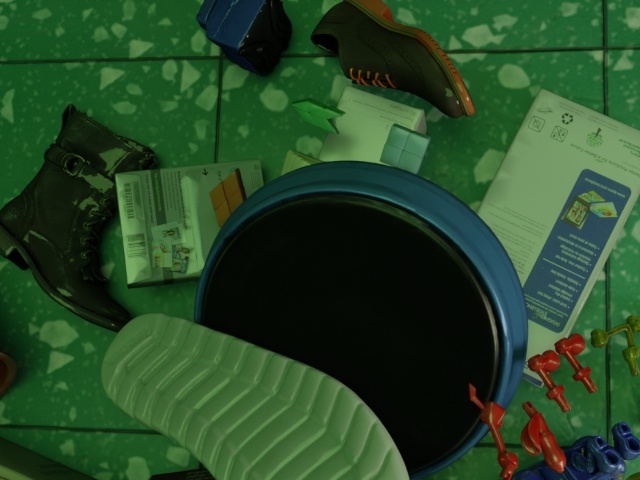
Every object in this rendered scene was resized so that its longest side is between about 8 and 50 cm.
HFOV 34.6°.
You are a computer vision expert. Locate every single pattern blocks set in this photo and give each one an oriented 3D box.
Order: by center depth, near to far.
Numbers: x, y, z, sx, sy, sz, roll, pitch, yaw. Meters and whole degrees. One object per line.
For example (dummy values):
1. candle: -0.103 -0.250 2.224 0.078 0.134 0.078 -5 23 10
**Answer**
1. pattern blocks set: 0.000 0.000 1.206 0.286 0.026 0.324 13 111 13

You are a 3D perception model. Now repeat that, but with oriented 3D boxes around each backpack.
1. backpack: -0.094 -0.276 1.320 0.101 0.120 0.098 33 90 23

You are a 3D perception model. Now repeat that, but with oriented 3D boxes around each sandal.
1. sandal: -0.062 0.200 1.114 0.416 0.102 0.169 32 81 30

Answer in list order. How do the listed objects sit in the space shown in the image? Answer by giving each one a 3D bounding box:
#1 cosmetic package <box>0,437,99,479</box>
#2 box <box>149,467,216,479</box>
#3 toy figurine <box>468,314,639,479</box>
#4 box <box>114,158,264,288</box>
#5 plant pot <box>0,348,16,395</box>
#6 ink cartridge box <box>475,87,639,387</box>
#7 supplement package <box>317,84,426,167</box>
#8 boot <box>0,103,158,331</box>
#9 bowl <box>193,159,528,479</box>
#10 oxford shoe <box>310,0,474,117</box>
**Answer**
1. cosmetic package: -0.362 0.326 1.248 0.310 0.160 0.113 19 84 11
2. box: -0.112 0.381 1.160 0.169 0.167 0.203 -9 102 9
3. toy figurine: 0.274 0.240 1.170 0.363 0.217 0.191 -18 65 -38
4. box: -0.159 -0.022 1.302 0.186 0.038 0.145 -7 80 -10
5. plant pot: -0.556 0.091 1.279 0.272 0.272 0.265 -29 70 4
6. ink cartridge box: 0.266 -0.003 1.244 0.165 0.065 0.332 28 85 12
7. supplement package: 0.052 -0.083 1.271 0.105 0.105 0.179 19 85 10
8. boot: -0.291 -0.031 1.333 0.263 0.091 0.229 39 81 6
9. bowl: 0.035 0.106 1.172 0.391 0.077 0.391 6 109 16
10. oxford shoe: 0.086 -0.211 1.257 0.098 0.097 0.271 -38 47 -5
